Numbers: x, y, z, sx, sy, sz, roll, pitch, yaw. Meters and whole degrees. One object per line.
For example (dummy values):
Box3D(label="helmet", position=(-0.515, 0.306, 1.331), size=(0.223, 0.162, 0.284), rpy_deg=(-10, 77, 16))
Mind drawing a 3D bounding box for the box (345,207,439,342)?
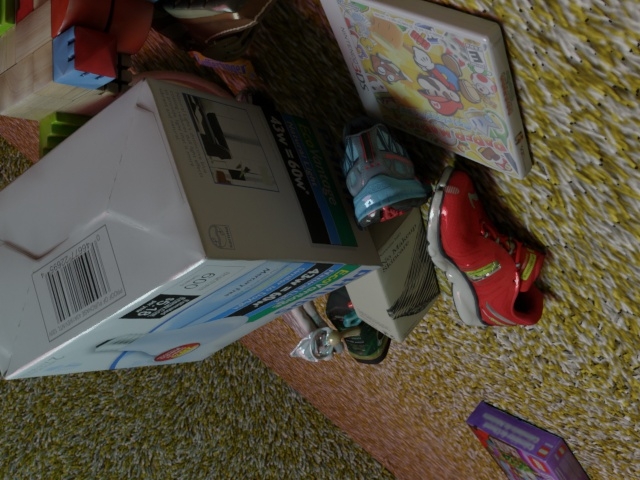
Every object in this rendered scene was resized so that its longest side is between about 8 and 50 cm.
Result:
Box3D(label="box", position=(0.097, 0.035, 1.371), size=(0.094, 0.113, 0.275), rpy_deg=(32, 162, 29))

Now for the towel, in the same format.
Box3D(label="towel", position=(-0.094, 0.056, 1.767), size=(0.317, 0.053, 0.332), rpy_deg=(58, 170, -20))

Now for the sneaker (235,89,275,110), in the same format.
Box3D(label="sneaker", position=(-0.080, -0.177, 1.351), size=(0.098, 0.038, 0.069), rpy_deg=(50, 162, -29))

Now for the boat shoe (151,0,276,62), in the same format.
Box3D(label="boat shoe", position=(-0.122, -0.277, 1.088), size=(0.120, 0.122, 0.324), rpy_deg=(45, 172, -29))

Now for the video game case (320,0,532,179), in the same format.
Box3D(label="video game case", position=(0.109, -0.172, 0.970), size=(0.227, 0.026, 0.206), rpy_deg=(28, 159, 37))

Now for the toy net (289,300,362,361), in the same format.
Box3D(label="toy net", position=(0.050, 0.152, 1.594), size=(0.045, 0.232, 0.122), rpy_deg=(63, -174, 31))

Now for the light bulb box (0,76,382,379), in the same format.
Box3D(label="light bulb box", position=(-0.180, 0.002, 1.172), size=(0.361, 0.358, 0.225), rpy_deg=(4, -119, -55))

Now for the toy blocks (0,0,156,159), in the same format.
Box3D(label="toy blocks", position=(-0.260, -0.301, 1.026), size=(0.190, 0.382, 0.261), rpy_deg=(5, 169, -41))

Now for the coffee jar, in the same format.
Box3D(label="coffee jar", position=(0.075, 0.155, 1.732), size=(0.079, 0.096, 0.184), rpy_deg=(2, 145, 25))

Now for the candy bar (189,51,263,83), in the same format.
Box3D(label="candy bar", position=(-0.137, -0.254, 1.322), size=(0.161, 0.018, 0.040), rpy_deg=(24, 156, 44))

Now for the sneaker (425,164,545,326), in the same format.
Box3D(label="sneaker", position=(0.211, 0.010, 1.124), size=(0.118, 0.107, 0.279), rpy_deg=(5, 146, 32))

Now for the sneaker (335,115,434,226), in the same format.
Box3D(label="sneaker", position=(0.075, -0.093, 1.113), size=(0.262, 0.104, 0.125), rpy_deg=(-66, -43, -87))

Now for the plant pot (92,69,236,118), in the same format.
Box3D(label="plant pot", position=(-0.303, -0.135, 1.538), size=(0.334, 0.334, 0.305), rpy_deg=(51, 171, -30))

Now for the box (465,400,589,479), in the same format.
Box3D(label="box", position=(0.421, 0.441, 1.757), size=(0.201, 0.057, 0.293), rpy_deg=(18, 151, 52))
